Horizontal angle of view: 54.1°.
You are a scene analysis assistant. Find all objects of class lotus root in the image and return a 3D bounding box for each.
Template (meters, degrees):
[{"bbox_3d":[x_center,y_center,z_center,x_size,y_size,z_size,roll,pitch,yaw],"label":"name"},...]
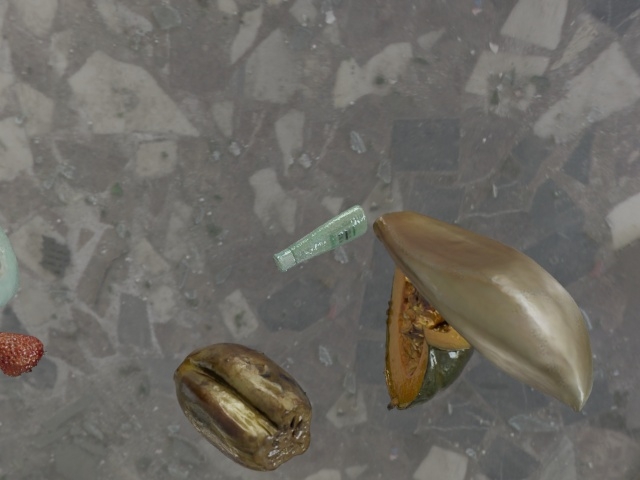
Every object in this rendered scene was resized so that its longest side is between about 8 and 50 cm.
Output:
[{"bbox_3d":[-0.153,0.293,1.177,0.290,0.193,0.193,24,110,34],"label":"lotus root"}]

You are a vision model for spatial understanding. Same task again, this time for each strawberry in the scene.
[{"bbox_3d":[-0.480,0.172,0.985,0.073,0.073,0.083,-19,122,19],"label":"strawberry"}]

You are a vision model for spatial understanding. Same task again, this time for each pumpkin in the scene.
[{"bbox_3d":[0.151,0.122,0.894,0.111,0.279,0.163,10,129,-13],"label":"pumpkin"}]

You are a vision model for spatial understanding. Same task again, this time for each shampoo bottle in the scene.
[{"bbox_3d":[0.000,0.000,1.168,0.041,0.190,0.069,47,156,37],"label":"shampoo bottle"}]

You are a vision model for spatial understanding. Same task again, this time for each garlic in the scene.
[{"bbox_3d":[0.175,0.055,0.670,0.318,0.143,0.112,37,106,47],"label":"garlic"}]

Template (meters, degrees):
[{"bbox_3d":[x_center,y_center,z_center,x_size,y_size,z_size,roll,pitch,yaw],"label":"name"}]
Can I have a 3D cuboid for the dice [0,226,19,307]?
[{"bbox_3d":[-0.713,0.058,1.067,0.264,0.262,0.268,-23,105,34],"label":"dice"}]
